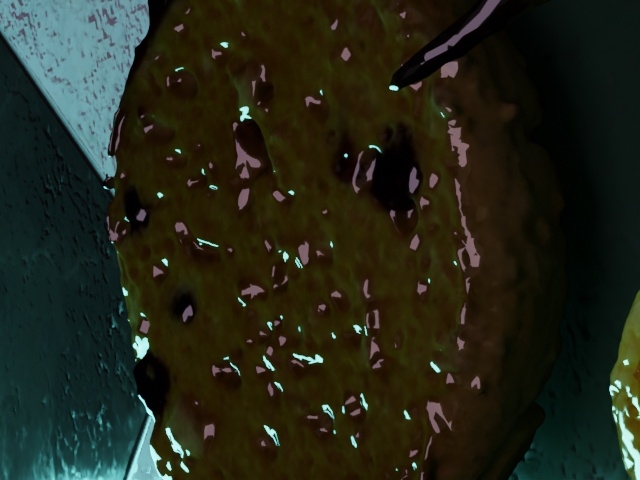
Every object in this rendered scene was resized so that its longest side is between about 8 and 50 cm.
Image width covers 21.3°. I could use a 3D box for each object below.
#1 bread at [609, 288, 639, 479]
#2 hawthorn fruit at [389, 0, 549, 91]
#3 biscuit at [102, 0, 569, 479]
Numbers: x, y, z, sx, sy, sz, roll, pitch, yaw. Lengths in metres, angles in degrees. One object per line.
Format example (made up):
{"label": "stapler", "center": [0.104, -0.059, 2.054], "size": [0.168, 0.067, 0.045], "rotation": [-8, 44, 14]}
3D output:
{"label": "bread", "center": [0.178, 0.058, 0.459], "size": [0.198, 0.120, 0.236], "rotation": [-55, 49, 44]}
{"label": "hawthorn fruit", "center": [0.117, -0.146, 0.383], "size": [0.300, 0.254, 0.254], "rotation": [-41, 55, 15]}
{"label": "biscuit", "center": [0.001, -0.001, 0.744], "size": [0.296, 0.075, 0.296], "rotation": [4, 96, 51]}
